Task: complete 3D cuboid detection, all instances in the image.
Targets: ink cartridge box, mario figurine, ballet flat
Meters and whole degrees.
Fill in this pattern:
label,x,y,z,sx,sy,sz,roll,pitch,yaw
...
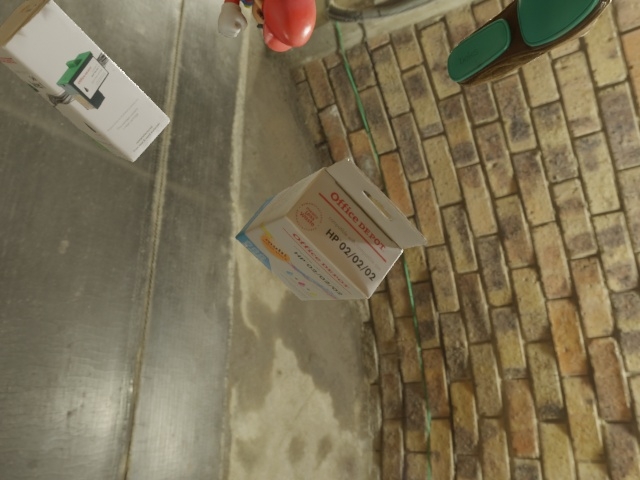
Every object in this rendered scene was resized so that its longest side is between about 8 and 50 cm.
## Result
label,x,y,z,sx,sy,sz,roll,pitch,yaw
ink cartridge box,-0.354,-0.230,0.745,0.092,0.160,0.219,-53,131,-12
mario figurine,-0.134,-0.491,1.043,0.320,0.198,0.170,52,5,22
ballet flat,0.351,-0.339,0.826,0.124,0.342,0.116,-7,85,-22
ink cartridge box,0.000,0.000,0.472,0.104,0.181,0.061,44,67,-14
